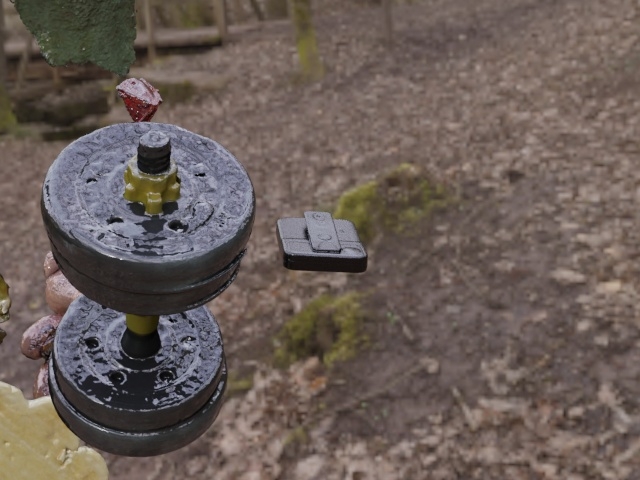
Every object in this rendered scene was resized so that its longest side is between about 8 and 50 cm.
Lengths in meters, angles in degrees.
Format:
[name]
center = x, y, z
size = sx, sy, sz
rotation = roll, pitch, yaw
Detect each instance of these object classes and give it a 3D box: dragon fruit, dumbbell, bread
[dragon fruit]
center = -0.358, -0.300, 2.214
size = 0.063, 0.097, 0.131
rotation = -24, 16, 19
[dumbbell]
center = -0.164, 0.051, 0.997
size = 0.185, 0.388, 0.185
rotation = 7, 45, -7
[bread]
center = -0.435, 0.342, 1.439
size = 0.316, 0.316, 0.054
rotation = -14, 0, -36

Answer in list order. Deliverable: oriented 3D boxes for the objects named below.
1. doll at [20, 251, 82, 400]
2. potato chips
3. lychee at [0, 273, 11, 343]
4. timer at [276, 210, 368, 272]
[doll]
center = -0.384, 0.163, 1.771
size = 0.201, 0.303, 0.156
rotation = 19, -32, -22
[potato chips]
center = -0.329, -0.310, 1.428
size = 0.228, 0.167, 0.059
rotation = 1, 37, -42
[lychee]
center = -0.611, 0.177, 1.590
size = 0.320, 0.270, 0.270
rotation = -1, 15, 8
[timer]
center = 0.000, 0.000, 1.841
size = 0.144, 0.055, 0.187
rotation = 2, 22, -8
